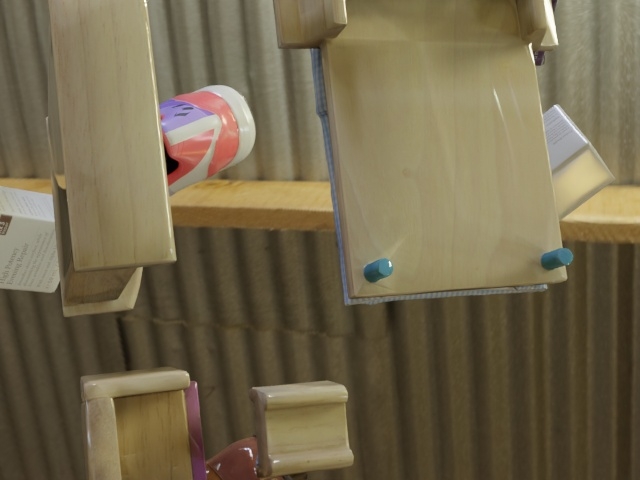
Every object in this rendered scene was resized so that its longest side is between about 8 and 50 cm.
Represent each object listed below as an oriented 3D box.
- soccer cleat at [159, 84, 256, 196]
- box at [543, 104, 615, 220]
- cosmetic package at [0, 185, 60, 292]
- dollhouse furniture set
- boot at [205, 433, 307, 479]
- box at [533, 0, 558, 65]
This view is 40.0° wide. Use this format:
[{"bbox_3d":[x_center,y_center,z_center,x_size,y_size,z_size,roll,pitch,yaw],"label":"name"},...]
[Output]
[{"bbox_3d":[-0.207,-0.076,0.944,0.318,0.116,0.109,-20,-86,42],"label":"soccer cleat"},{"bbox_3d":[0.307,-0.098,1.146,0.101,0.102,0.087,-39,-133,16],"label":"box"},{"bbox_3d":[-0.440,-0.008,1.125,0.085,0.231,0.117,46,-63,40],"label":"cosmetic package"},{"bbox_3d":[0.000,0.000,0.534,0.303,0.198,0.287,-5,-99,-18],"label":"dollhouse furniture set"},{"bbox_3d":[-0.119,0.376,1.057,0.280,0.096,0.264,-20,-119,-16],"label":"boot"},{"bbox_3d":[0.219,-0.333,1.233,0.207,0.153,0.108,2,-113,8],"label":"box"}]
